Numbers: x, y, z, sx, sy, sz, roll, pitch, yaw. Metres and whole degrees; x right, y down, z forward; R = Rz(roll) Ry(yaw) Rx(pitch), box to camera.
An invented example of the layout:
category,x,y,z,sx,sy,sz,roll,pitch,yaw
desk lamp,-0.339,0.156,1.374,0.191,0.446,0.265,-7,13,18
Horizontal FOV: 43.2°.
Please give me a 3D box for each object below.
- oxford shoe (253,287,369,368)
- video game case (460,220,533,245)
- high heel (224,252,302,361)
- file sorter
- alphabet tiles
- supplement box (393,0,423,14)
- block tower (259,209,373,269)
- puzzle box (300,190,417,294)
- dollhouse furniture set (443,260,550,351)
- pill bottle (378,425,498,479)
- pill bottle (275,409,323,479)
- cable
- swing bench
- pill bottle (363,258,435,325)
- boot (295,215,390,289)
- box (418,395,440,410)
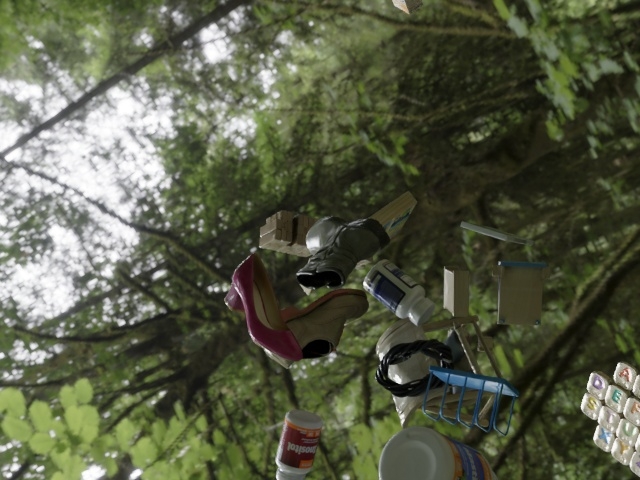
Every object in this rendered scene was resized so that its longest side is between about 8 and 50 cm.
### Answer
category,x,y,z,sx,sy,sz,roll,pitch,yaw
oxford shoe,0.004,0.208,1.842,0.348,0.123,0.130,-18,-123,-43
video game case,0.305,-0.012,1.389,0.122,0.087,0.011,8,-80,-55
high heel,-0.095,0.130,1.573,0.082,0.117,0.244,15,-160,-42
file sorter,0.321,0.345,1.733,0.118,0.170,0.105,40,-119,-55
alphabet tiles,0.788,0.456,2.037,0.021,0.278,0.284,-16,-143,-34
supplement box,0.157,-0.496,1.567,0.062,0.036,0.098,50,173,48
block tower,0.000,0.000,2.256,0.335,0.097,0.091,14,-112,-32
puzzle box,0.119,0.014,2.633,0.052,0.408,0.272,52,162,11
dollhouse furniture set,0.543,0.202,2.481,0.198,0.303,0.287,-60,-30,-87
pill bottle,0.239,0.455,1.538,0.272,0.152,0.152,34,-144,-47
pill bottle,-0.051,0.461,1.791,0.086,0.086,0.152,-5,-71,-65
cable,0.212,0.291,1.838,0.047,0.184,0.151,-89,-16,-53
swing bench,0.301,0.325,2.041,0.254,0.165,0.253,5,-142,-20
pill bottle,0.194,0.130,1.964,0.169,0.094,0.094,40,-166,25
boot,0.006,0.028,1.542,0.161,0.246,0.083,-40,-72,-28
box,0.316,0.447,2.382,0.136,0.081,0.028,-52,-49,-48
